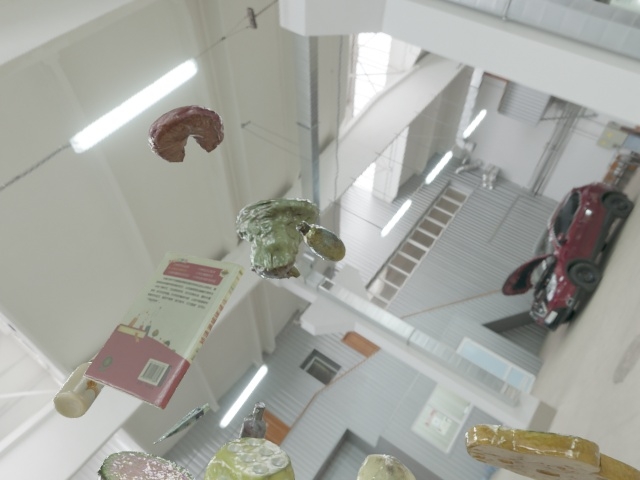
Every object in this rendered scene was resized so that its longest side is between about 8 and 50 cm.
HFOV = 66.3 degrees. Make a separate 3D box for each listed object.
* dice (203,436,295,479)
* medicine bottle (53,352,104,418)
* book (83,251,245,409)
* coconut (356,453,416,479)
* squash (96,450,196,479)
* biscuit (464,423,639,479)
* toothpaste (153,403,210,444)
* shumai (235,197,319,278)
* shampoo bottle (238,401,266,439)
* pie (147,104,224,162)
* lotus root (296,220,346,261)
[{"bbox_3d":[-0.176,0.603,1.203,0.166,0.169,0.169,5,-80,-49],"label":"dice"},{"bbox_3d":[-0.798,0.482,1.679,0.252,0.114,0.114,-83,11,-66],"label":"medicine bottle"},{"bbox_3d":[-0.230,0.121,0.733,0.231,0.162,0.022,-63,-34,-30],"label":"book"},{"bbox_3d":[0.224,0.839,1.690,0.224,0.224,0.224,-48,-25,-30],"label":"coconut"},{"bbox_3d":[-0.551,0.832,1.430,0.308,0.311,0.310,-68,-21,-4],"label":"squash"},{"bbox_3d":[0.471,0.438,0.990,0.287,0.344,0.057,74,-149,-55],"label":"biscuit"},{"bbox_3d":[-0.439,0.589,1.578,0.062,0.037,0.216,-39,-9,35],"label":"toothpaste"},{"bbox_3d":[-0.181,0.004,2.118,0.324,0.398,0.322,17,-119,-51],"label":"shumai"},{"bbox_3d":[-0.199,0.564,1.465,0.040,0.080,0.165,-2,-70,-62],"label":"shampoo bottle"},{"bbox_3d":[-0.383,-0.302,1.406,0.219,0.054,0.204,-25,-21,0],"label":"pie"},{"bbox_3d":[0.000,0.000,1.583,0.192,0.113,0.088,33,-84,-29],"label":"lotus root"}]
